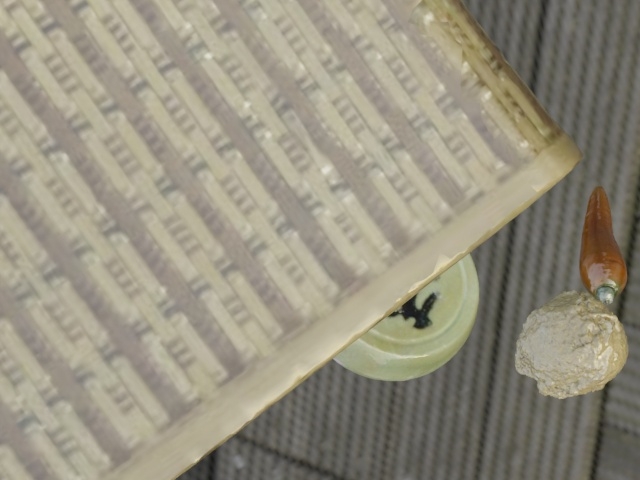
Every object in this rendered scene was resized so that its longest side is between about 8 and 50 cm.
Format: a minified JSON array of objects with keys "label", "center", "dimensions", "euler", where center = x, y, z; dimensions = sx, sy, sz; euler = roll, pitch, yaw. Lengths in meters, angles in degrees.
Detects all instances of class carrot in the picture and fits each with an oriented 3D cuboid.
[{"label":"carrot","center":[0.207,0.004,1.306],"dimensions":[0.035,0.142,0.035],"euler":[2,122,3]}]

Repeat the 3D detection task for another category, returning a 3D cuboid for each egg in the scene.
[{"label":"egg","center":[0.287,0.119,2.017],"dimensions":[0.116,0.118,0.140],"euler":[47,152,-26]}]

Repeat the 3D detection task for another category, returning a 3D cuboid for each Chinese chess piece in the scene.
[{"label":"Chinese chess piece","center":[0.054,0.038,1.379],"dimensions":[0.144,0.144,0.058],"euler":[55,152,10]}]

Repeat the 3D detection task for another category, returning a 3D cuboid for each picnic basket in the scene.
[{"label":"picnic basket","center":[-0.110,0.004,0.551],"dimensions":[0.313,0.228,0.175],"euler":[-38,93,-7]}]
